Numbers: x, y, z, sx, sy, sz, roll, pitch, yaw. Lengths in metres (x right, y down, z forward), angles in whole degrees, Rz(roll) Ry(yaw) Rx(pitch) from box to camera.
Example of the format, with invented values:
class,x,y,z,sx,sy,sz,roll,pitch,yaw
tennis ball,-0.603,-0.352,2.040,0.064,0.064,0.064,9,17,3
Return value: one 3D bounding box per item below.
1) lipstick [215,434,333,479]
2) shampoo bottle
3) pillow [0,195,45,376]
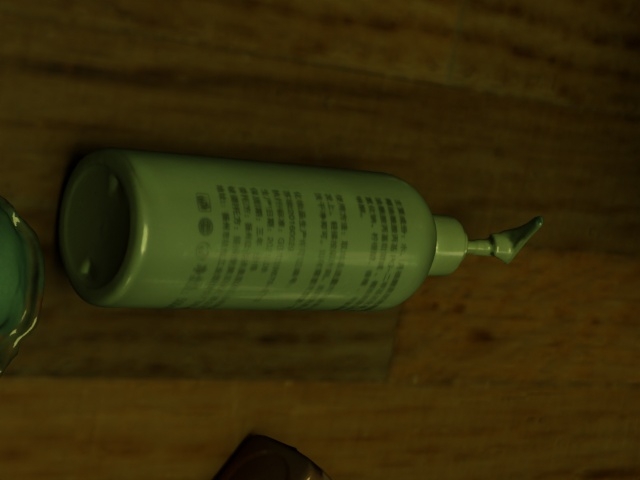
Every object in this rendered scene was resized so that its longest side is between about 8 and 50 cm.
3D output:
class,x,y,z,sx,sy,sz,roll,pitch,yaw
lipstick,0.012,0.138,0.684,0.045,0.045,0.145,-53,128,-16
shampoo bottle,0.000,0.000,0.627,0.195,0.056,0.056,4,100,-39
pillow,-0.179,0.063,0.433,0.214,0.086,0.233,8,65,-20
